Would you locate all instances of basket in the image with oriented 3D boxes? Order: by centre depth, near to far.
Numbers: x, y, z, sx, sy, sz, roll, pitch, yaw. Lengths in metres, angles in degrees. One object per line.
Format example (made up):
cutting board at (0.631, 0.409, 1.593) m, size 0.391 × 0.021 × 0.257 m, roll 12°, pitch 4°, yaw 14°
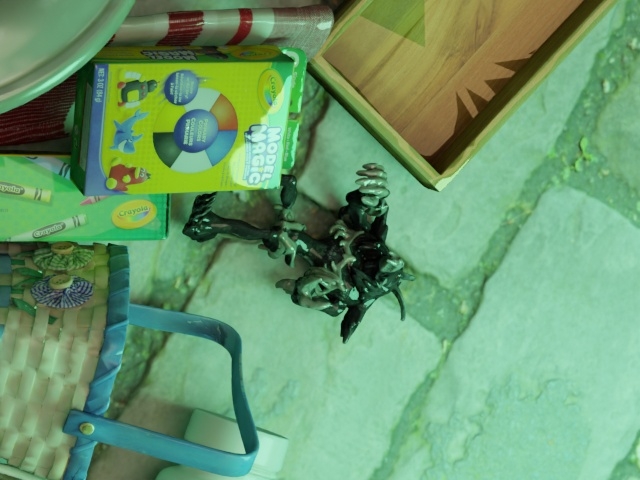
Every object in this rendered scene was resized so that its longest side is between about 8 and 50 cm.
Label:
basket at (-0.204, 0.120, 1.831) m, size 0.289 × 0.255 × 0.201 m, roll 17°, pitch 111°, yaw -17°

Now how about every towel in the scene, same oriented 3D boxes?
towel at (-0.174, -0.154, 1.841) m, size 0.329 × 0.237 × 0.037 m, roll -6°, pitch 72°, yaw -22°

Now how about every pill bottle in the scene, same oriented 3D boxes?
pill bottle at (-0.115, 0.292, 1.952) m, size 0.131 × 0.131 × 0.229 m, roll 20°, pitch 86°, yaw -23°

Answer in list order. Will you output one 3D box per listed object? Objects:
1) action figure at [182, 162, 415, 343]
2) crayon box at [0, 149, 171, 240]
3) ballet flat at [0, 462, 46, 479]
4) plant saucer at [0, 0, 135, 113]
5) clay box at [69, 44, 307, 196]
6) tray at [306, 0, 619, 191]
action figure at (0.000, 0.000, 1.976) m, size 0.276 × 0.141 × 0.164 m, roll 25°, pitch 72°, yaw -21°
crayon box at (-0.297, -0.044, 1.830) m, size 0.278 × 0.165 × 0.081 m, roll 0°, pitch 94°, yaw -23°
ballet flat at (-0.429, 0.251, 1.806) m, size 0.400 × 0.139 × 0.139 m, roll -4°, pitch 96°, yaw -15°
plant saucer at (-0.352, -0.274, 1.689) m, size 0.400 × 0.400 × 0.100 m, roll -33°, pitch 148°, yaw -17°
clay box at (-0.111, -0.110, 1.768) m, size 0.222 × 0.053 × 0.127 m, roll -3°, pitch 115°, yaw -24°
tray at (0.185, -0.270, 2.030) m, size 0.203 × 0.076 × 0.411 m, roll 44°, pitch 87°, yaw -13°
